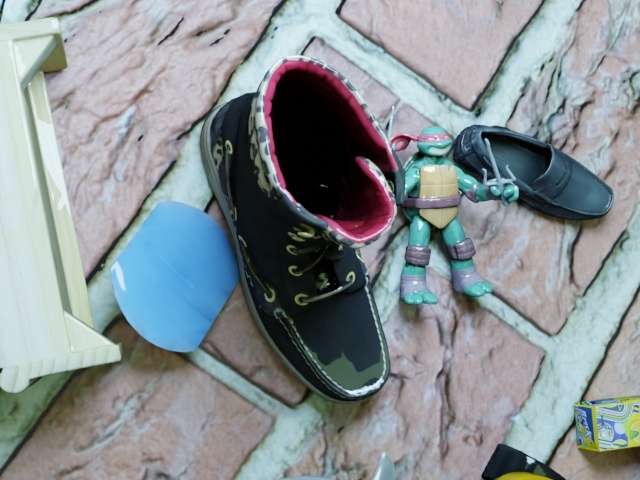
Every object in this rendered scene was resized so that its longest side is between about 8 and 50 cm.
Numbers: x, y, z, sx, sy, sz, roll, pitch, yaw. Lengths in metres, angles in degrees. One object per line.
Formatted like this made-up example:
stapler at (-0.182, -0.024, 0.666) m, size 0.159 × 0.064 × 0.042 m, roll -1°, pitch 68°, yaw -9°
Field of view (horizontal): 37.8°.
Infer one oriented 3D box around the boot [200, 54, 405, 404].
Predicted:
boot at (0.000, 0.000, 0.968) m, size 0.138 × 0.284 × 0.377 m, roll -21°, pitch 90°, yaw -17°

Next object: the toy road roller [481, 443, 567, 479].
toy road roller at (0.295, 0.392, 1.039) m, size 0.330 × 0.240 × 0.202 m, roll 35°, pitch 77°, yaw -10°

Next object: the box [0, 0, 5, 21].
box at (-0.388, -0.290, 1.020) m, size 0.094 × 0.027 × 0.137 m, roll 11°, pitch 82°, yaw -14°

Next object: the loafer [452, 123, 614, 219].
loafer at (0.272, -0.083, 1.160) m, size 0.223 × 0.078 × 0.076 m, roll 22°, pitch 80°, yaw -13°

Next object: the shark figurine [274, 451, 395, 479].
shark figurine at (0.001, 0.300, 1.029) m, size 0.278 × 0.116 × 0.166 m, roll 13°, pitch 73°, yaw -8°

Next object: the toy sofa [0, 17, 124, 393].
toy sofa at (-0.319, -0.030, 0.954) m, size 0.177 × 0.150 × 0.362 m, roll -11°, pitch 88°, yaw -11°

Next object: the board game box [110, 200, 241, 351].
board game box at (-0.166, 0.040, 1.040) m, size 0.133 × 0.033 × 0.168 m, roll 46°, pitch 52°, yaw -23°

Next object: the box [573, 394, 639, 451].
box at (0.410, 0.226, 1.184) m, size 0.169 × 0.054 × 0.059 m, roll -4°, pitch 86°, yaw -17°

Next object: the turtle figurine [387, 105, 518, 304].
turtle figurine at (0.141, -0.047, 1.102) m, size 0.175 × 0.118 × 0.234 m, roll -5°, pitch 102°, yaw -2°
